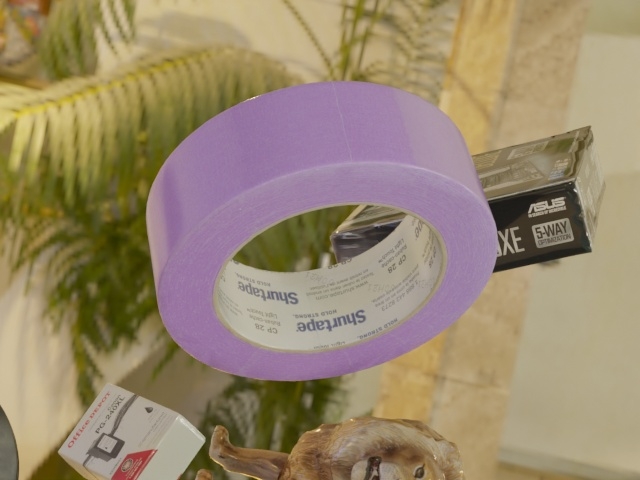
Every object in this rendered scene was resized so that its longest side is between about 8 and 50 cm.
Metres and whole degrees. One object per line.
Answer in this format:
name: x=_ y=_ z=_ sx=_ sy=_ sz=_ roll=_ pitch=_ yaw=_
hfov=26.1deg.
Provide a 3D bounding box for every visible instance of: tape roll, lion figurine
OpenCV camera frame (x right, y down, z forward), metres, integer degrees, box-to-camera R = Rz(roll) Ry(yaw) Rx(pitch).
tape roll: x=0.000 y=0.000 z=1.118 sx=0.274 sy=0.275 sz=0.090 roll=11 pitch=45 yaw=-27
lion figurine: x=-0.019 y=0.324 z=1.327 sx=0.240 sy=0.392 sz=0.142 roll=16 pitch=24 yaw=2

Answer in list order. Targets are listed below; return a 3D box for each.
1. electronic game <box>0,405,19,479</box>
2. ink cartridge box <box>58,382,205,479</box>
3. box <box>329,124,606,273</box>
electronic game: x=-0.385 y=0.212 z=1.238 sx=0.229 sy=0.229 sz=0.048 roll=12 pitch=-23 yaw=5
ink cartridge box: x=-0.229 y=0.247 z=1.665 sx=0.150 sy=0.109 sz=0.063 roll=15 pitch=-27 yaw=45
box: x=0.164 y=-0.032 z=1.430 sx=0.242 sy=0.077 sz=0.307 roll=-13 pitch=10 yaw=17
